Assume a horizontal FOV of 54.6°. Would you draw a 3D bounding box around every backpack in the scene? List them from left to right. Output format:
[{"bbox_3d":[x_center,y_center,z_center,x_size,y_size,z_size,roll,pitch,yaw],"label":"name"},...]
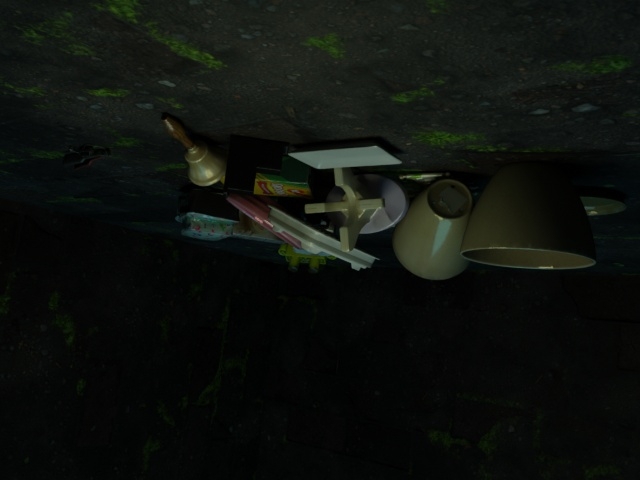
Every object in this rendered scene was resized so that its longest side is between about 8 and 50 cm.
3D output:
[{"bbox_3d":[-0.433,-0.099,2.341,0.225,0.191,0.253,10,176,-28],"label":"backpack"}]

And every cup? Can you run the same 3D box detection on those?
[{"bbox_3d":[0.535,-0.065,1.598,0.330,0.237,0.331,6,171,1],"label":"cup"}]

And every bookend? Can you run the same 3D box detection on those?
[{"bbox_3d":[-0.168,-0.183,1.623,0.157,0.156,0.072,6,171,-5],"label":"bookend"}]

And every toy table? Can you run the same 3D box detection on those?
[{"bbox_3d":[0.097,-0.100,1.772,0.274,0.252,0.160,-17,175,35],"label":"toy table"}]

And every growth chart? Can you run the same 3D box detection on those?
[{"bbox_3d":[0.355,-0.165,1.807,0.171,0.021,0.237,0,170,33],"label":"growth chart"}]

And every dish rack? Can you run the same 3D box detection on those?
[{"bbox_3d":[0.000,0.000,1.939,0.332,0.072,0.285,22,-176,-43],"label":"dish rack"}]

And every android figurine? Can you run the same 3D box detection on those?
[{"bbox_3d":[-0.046,0.014,2.563,0.248,0.273,0.056,2,142,12],"label":"android figurine"}]

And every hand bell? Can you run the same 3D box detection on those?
[{"bbox_3d":[-0.340,-0.251,1.588,0.126,0.126,0.242,3,158,20],"label":"hand bell"}]

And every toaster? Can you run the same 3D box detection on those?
[{"bbox_3d":[-0.026,-0.030,2.450,0.167,0.110,0.186,7,136,4],"label":"toaster"}]

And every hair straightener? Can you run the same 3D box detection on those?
[{"bbox_3d":[-0.731,-0.259,1.908,0.230,0.047,0.089,-1,169,39],"label":"hair straightener"}]

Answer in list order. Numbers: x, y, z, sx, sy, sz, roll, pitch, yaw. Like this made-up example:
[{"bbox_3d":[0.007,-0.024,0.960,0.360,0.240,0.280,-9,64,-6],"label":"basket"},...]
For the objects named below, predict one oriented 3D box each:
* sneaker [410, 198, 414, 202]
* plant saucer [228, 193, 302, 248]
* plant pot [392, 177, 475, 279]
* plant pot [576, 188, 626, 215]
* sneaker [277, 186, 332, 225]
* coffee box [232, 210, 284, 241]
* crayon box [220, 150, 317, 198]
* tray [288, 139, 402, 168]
[{"bbox_3d":[0.331,-0.072,1.995,0.128,0.221,0.087,-6,130,11],"label":"sneaker"},{"bbox_3d":[-0.179,-0.091,2.141,0.332,0.084,0.332,34,176,3],"label":"plant saucer"},{"bbox_3d":[0.347,-0.056,1.777,0.256,0.257,0.274,6,155,3],"label":"plant pot"},{"bbox_3d":[0.761,-0.113,1.806,0.236,0.033,0.236,7,172,1],"label":"plant pot"},{"bbox_3d":[-0.059,-0.109,2.150,0.108,0.121,0.302,13,170,-34],"label":"sneaker"},{"bbox_3d":[-0.241,-0.072,2.486,0.246,0.141,0.098,8,171,-15],"label":"coffee box"},{"bbox_3d":[-0.179,-0.193,1.825,0.318,0.081,0.202,6,172,7],"label":"crayon box"},{"bbox_3d":[0.064,-0.224,1.602,0.270,0.030,0.145,1,169,34],"label":"tray"}]
